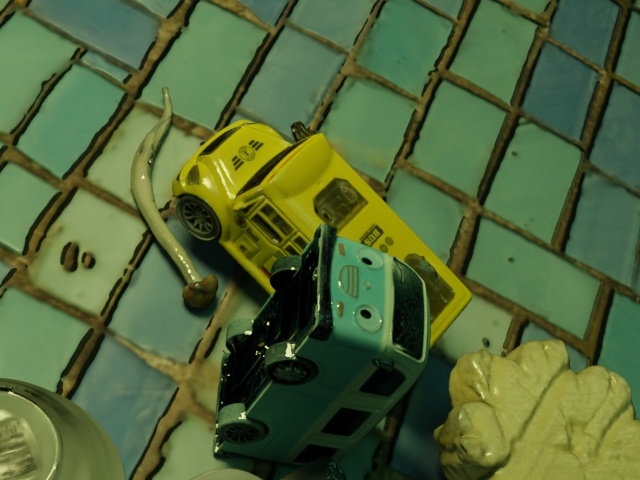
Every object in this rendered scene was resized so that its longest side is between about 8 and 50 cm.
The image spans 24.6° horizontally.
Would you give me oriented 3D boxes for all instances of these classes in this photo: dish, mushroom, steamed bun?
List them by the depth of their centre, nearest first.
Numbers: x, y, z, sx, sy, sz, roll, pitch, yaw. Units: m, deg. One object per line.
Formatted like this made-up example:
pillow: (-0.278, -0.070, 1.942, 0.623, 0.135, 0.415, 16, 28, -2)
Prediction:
dish: (-0.307, 0.210, 1.335, 0.260, 0.085, 0.260, 4, 49, -5)
steamed bun: (0.248, 0.256, 1.566, 0.295, 0.137, 0.292, -2, 55, -33)
mushroom: (-0.175, -0.054, 1.668, 0.068, 0.043, 0.306, 12, 47, -40)

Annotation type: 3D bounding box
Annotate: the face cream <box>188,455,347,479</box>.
face cream: (-0.096, 0.290, 1.420, 0.291, 0.071, 0.144, -26, 66, -35)

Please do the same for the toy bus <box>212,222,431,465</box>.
toy bus: (0.007, 0.117, 1.468, 0.165, 0.271, 0.133, 17, 51, -17)

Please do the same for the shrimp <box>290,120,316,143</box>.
shrimp: (-0.016, -0.055, 1.744, 0.148, 0.035, 0.195, -22, 69, -33)

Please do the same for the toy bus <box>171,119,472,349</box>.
toy bus: (0.000, 0.000, 1.601, 0.330, 0.152, 0.144, 46, 53, -2)
